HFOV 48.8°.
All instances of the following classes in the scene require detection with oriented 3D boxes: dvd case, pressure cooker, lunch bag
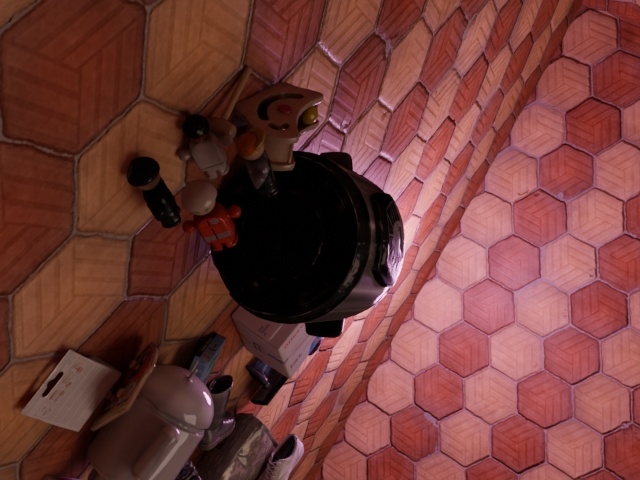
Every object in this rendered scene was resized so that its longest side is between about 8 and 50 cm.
[{"bbox_3d":[-0.122,0.420,2.257,0.253,0.022,0.180,-51,-173,-20],"label":"dvd case"},{"bbox_3d":[-0.005,-0.002,1.599,0.370,0.375,0.420,-45,162,12],"label":"pressure cooker"},{"bbox_3d":[-0.261,0.675,2.199,0.235,0.168,0.287,-51,162,-24],"label":"lunch bag"}]

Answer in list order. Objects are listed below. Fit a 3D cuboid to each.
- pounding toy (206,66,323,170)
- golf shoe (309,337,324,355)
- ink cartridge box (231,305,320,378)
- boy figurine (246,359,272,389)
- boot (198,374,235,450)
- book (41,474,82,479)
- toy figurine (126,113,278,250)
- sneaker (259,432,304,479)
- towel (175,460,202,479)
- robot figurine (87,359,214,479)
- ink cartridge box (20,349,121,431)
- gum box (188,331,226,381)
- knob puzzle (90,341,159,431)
[{"bbox_3d":[-0.084,-0.245,1.369,0.269,0.154,0.155,-39,152,-43],"label":"pounding toy"},{"bbox_3d":[-0.006,0.313,2.424,0.086,0.067,0.186,-16,133,-63],"label":"golf shoe"},{"bbox_3d":[-0.112,0.234,1.934,0.171,0.168,0.233,-51,158,-22],"label":"ink cartridge box"},{"bbox_3d":[-0.105,0.324,2.184,0.285,0.092,0.177,-46,156,-20],"label":"boy figurine"},{"bbox_3d":[-0.286,0.474,2.022,0.190,0.076,0.209,-49,150,-68],"label":"boot"},{"bbox_3d":[-0.529,0.546,1.520,0.035,0.096,0.144,-52,157,-10],"label":"book"},{"bbox_3d":[-0.199,-0.111,1.219,0.210,0.213,0.148,-50,144,-23],"label":"toy figurine"},{"bbox_3d":[-0.142,0.719,2.210,0.258,0.094,0.091,-58,143,-37],"label":"sneaker"},{"bbox_3d":[-0.414,0.688,1.830,0.235,0.121,0.284,-33,160,-21],"label":"towel"},{"bbox_3d":[-0.372,0.424,1.562,0.354,0.199,0.300,-56,-160,-5],"label":"robot figurine"},{"bbox_3d":[-0.485,0.285,1.360,0.145,0.045,0.179,-54,149,-11],"label":"ink cartridge box"},{"bbox_3d":[-0.304,0.340,1.756,0.185,0.041,0.157,-64,179,15],"label":"gum box"},{"bbox_3d":[-0.398,0.284,1.453,0.213,0.030,0.213,-45,-162,19],"label":"knob puzzle"}]
